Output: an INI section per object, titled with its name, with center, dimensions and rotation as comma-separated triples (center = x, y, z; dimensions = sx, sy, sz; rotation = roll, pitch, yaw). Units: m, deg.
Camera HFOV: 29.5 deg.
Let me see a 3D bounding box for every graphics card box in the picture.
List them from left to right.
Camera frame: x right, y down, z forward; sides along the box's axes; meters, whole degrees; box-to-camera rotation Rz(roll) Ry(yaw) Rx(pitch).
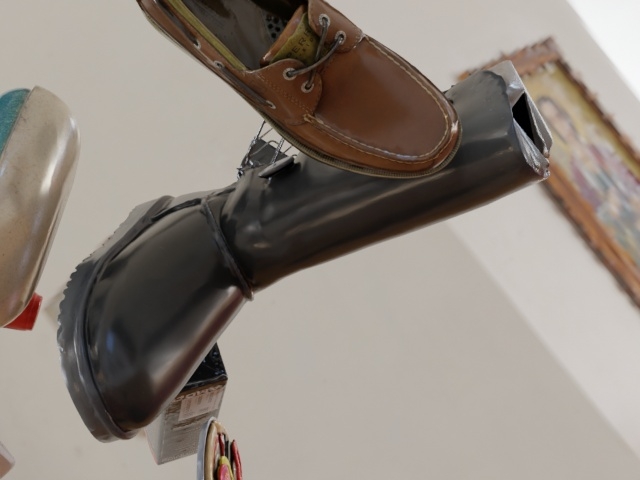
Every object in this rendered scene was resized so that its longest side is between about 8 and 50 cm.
[graphics card box]
center = -0.215, 0.153, 1.687
dimensions = 0.094, 0.232, 0.371
rotation = -14, -21, -14

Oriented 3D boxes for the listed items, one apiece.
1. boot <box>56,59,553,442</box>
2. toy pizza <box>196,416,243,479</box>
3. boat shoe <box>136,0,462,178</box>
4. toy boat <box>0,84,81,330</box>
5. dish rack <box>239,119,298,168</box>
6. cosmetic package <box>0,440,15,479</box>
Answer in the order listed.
[boot]
center = 0.000, -0.001, 1.150
dimensions = 0.445, 0.146, 0.367
rotation = -17, 29, 16
[toy pizza]
center = -0.107, 0.302, 1.393
dimensions = 0.032, 0.201, 0.201
rotation = -6, -4, 4
[boat shoe]
center = -0.023, -0.146, 0.983
dimensions = 0.110, 0.307, 0.104
rotation = -61, -1, -6
[toy boat]
center = -0.353, 0.000, 1.259
dimensions = 0.318, 0.148, 0.267
rotation = 120, 165, -54
[dish rack]
center = 0.017, -0.129, 1.564
dimensions = 0.074, 0.208, 0.271
rotation = -56, -4, -46
[cosmetic package]
center = -0.678, 0.278, 1.570
dimensions = 0.394, 0.329, 0.327
rotation = -45, -20, -18
